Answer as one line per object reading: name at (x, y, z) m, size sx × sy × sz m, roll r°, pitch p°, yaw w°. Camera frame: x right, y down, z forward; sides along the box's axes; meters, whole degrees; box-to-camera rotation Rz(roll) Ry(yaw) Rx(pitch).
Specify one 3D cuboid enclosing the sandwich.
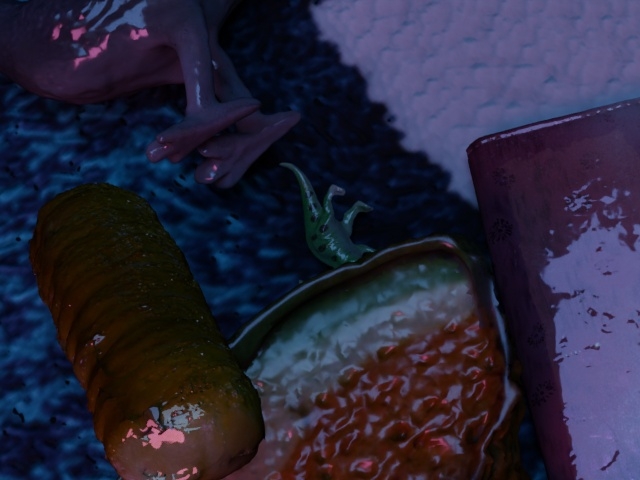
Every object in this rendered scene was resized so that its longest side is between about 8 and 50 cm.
sandwich at (0.010, 0.133, 0.838) m, size 0.212 × 0.109 × 0.292 m, roll 25°, pitch 76°, yaw 10°

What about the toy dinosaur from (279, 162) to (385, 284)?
toy dinosaur at (0.000, 0.000, 0.935) m, size 0.083 × 0.021 × 0.062 m, roll 29°, pitch 88°, yaw 17°

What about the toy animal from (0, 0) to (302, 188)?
toy animal at (-0.081, -0.124, 0.959) m, size 0.367 × 0.081 × 0.205 m, roll -20°, pitch 56°, yaw 0°

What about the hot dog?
hot dog at (-0.097, 0.037, 0.827) m, size 0.083 × 0.068 × 0.289 m, roll -39°, pitch 26°, yaw -1°

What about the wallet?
wallet at (0.159, 0.037, 0.894) m, size 0.119 × 0.025 × 0.232 m, roll -13°, pitch 67°, yaw 2°
